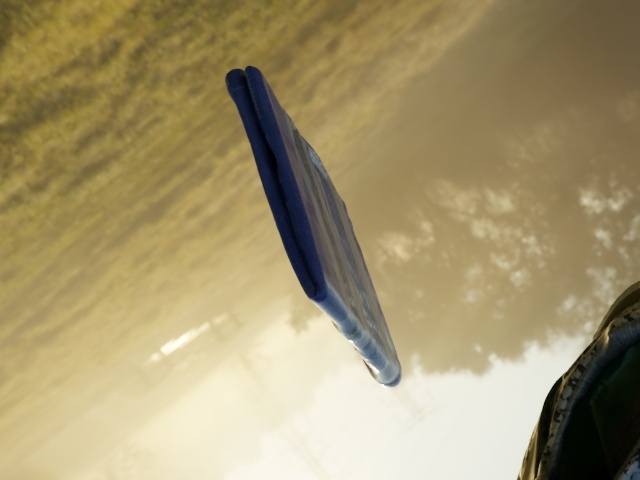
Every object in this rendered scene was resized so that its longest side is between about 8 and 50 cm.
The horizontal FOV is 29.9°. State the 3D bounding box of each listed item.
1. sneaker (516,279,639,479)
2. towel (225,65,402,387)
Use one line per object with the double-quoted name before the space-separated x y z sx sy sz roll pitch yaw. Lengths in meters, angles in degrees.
"sneaker" 0.181 0.204 0.881 0.182 0.158 0.410 6 106 -55
"towel" 0.000 0.000 0.979 0.034 0.209 0.285 -22 157 7
